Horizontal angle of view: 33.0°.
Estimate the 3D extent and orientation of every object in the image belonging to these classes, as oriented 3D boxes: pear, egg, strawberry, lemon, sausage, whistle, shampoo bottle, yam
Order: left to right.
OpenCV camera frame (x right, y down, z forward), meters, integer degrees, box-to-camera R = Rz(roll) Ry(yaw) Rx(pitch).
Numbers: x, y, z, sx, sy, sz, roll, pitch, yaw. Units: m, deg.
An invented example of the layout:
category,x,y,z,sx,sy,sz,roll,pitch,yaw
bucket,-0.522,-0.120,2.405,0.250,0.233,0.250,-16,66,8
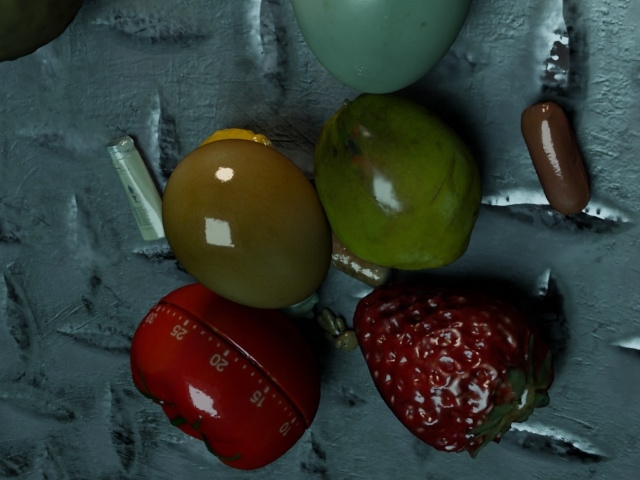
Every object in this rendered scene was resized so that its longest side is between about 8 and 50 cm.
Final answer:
category,x,y,z,sx,sy,sz,roll,pitch,yaw
shampoo bottle,-0.359,-0.101,2.124,0.072,0.049,0.212,-8,114,36
lemon,-0.158,-0.130,1.939,0.187,0.142,0.142,-33,100,31
egg,-0.116,-0.021,1.783,0.250,0.250,0.322,-17,128,35
whistle,-0.048,0.077,2.018,0.110,0.092,0.244,33,152,15
yam,0.000,0.000,1.984,0.300,0.066,0.066,32,128,8
egg,0.089,-0.399,1.556,0.276,0.276,0.388,16,125,20
pear,0.126,-0.093,1.739,0.269,0.269,0.321,-21,110,36
strawberry,0.214,0.185,1.861,0.345,0.317,0.295,46,134,30
sausage,0.372,-0.128,1.700,0.077,0.077,0.194,-12,112,33

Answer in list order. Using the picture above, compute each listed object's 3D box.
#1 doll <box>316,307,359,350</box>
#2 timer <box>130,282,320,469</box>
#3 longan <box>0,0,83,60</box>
category,x,y,z,sx,sy,sz,roll,pitch,yaw
doll,0.035,0.175,2.097,0.093,0.051,0.061,58,135,25
timer,-0.178,0.251,2.061,0.378,0.279,0.378,35,162,13
longan,-0.572,-0.489,1.804,0.391,0.391,0.391,13,124,21
